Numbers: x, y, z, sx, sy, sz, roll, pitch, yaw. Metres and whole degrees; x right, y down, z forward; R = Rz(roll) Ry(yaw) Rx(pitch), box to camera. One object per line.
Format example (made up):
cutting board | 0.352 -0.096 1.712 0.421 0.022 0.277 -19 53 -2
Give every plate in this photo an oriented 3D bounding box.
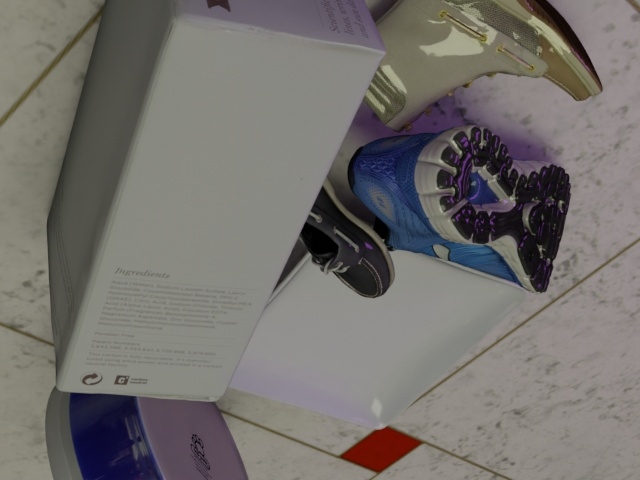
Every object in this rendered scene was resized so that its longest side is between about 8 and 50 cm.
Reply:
plate | 0.046 0.092 1.193 0.278 0.045 0.277 21 126 -33

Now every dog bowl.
dog bowl | -0.170 0.242 1.125 0.104 0.265 0.265 -26 136 8

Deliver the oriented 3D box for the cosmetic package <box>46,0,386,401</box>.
cosmetic package | -0.107 -0.071 0.857 0.156 0.217 0.385 7 135 -24

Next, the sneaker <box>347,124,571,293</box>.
sneaker | 0.139 -0.037 1.046 0.147 0.130 0.330 11 170 36

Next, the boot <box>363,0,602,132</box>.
boot | 0.131 -0.152 0.943 0.213 0.077 0.165 31 120 -32

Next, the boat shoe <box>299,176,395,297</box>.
boat shoe | 0.000 0.000 0.995 0.075 0.065 0.206 -2 141 37
